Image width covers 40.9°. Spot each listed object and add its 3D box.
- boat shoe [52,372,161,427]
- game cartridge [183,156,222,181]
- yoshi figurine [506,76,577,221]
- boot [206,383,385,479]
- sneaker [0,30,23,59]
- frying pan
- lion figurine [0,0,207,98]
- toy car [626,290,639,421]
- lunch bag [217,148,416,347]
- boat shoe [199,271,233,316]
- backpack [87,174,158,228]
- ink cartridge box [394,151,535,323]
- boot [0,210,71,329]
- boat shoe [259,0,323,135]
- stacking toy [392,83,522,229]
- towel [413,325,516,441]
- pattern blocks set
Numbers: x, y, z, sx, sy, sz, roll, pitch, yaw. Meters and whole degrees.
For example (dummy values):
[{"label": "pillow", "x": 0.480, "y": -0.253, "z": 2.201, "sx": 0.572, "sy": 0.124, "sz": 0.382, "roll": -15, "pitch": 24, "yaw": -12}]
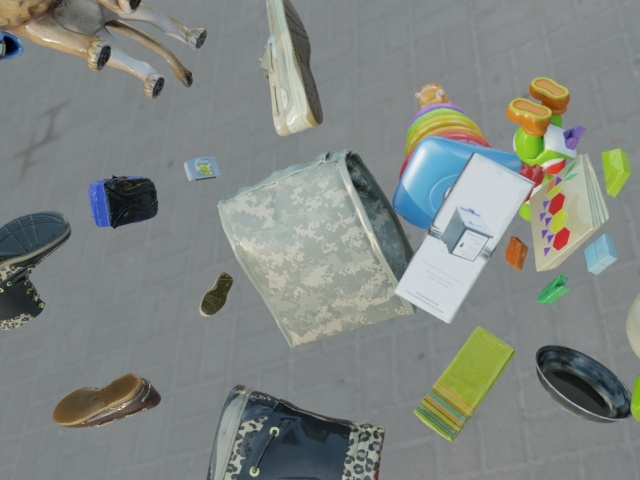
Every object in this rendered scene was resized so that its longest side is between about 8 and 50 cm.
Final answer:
[{"label": "boat shoe", "x": -0.377, "y": 0.295, "z": 1.515, "sx": 0.207, "sy": 0.073, "sz": 0.073, "roll": -18, "pitch": 46, "yaw": 25}, {"label": "game cartridge", "x": -0.276, "y": -0.169, "z": 2.014, "sx": 0.056, "sy": 0.083, "sz": 0.017, "roll": 68, "pitch": 152, "yaw": 20}, {"label": "yoshi figurine", "x": 0.487, "y": -0.209, "z": 2.068, "sx": 0.204, "sy": 0.362, "sz": 0.203, "roll": -5, "pitch": 44, "yaw": 3}, {"label": "boot", "x": -0.051, "y": 0.453, "z": 1.464, "sx": 0.284, "sy": 0.138, "sz": 0.377, "roll": 9, "pitch": 88, "yaw": 7}, {"label": "sneaker", "x": -0.483, "y": -0.281, "z": 1.214, "sx": 0.059, "sy": 0.144, "sz": 0.053, "roll": 30, "pitch": 114, "yaw": 16}, {"label": "frying pan", "x": 0.532, "y": 0.273, "z": 1.584, "sx": 0.053, "sy": 0.326, "sz": 0.197, "roll": -66, "pitch": 29, "yaw": 26}, {"label": "lion figurine", "x": -0.295, "y": -0.270, "z": 0.983, "sx": 0.240, "sy": 0.392, "sz": 0.142, "roll": 25, "pitch": 87, "yaw": 9}, {"label": "toy car", "x": 0.331, "y": 0.094, "z": 0.641, "sx": 0.149, "sy": 0.188, "sz": 0.155, "roll": -8, "pitch": 52, "yaw": 42}, {"label": "lunch bag", "x": 0.000, "y": 0.000, "z": 1.386, "sx": 0.235, "sy": 0.287, "sz": 0.169, "roll": -19, "pitch": 25, "yaw": 22}, {"label": "boat shoe", "x": -0.236, "y": 0.129, "z": 1.916, "sx": 0.045, "sy": 0.050, "sz": 0.135, "roll": -49, "pitch": 6, "yaw": 40}, {"label": "backpack", "x": -0.384, "y": -0.082, "z": 1.670, "sx": 0.101, "sy": 0.120, "sz": 0.097, "roll": 9, "pitch": 108, "yaw": 47}, {"label": "ink cartridge box", "x": 0.174, "y": -0.008, "z": 1.047, "sx": 0.082, "sy": 0.139, "sz": 0.190, "roll": 29, "pitch": 99, "yaw": 5}, {"label": "boot", "x": -0.523, "y": 0.056, "z": 1.515, "sx": 0.236, "sy": 0.178, "sz": 0.085, "roll": -31, "pitch": 58, "yaw": -7}, {"label": "boat shoe", "x": -0.075, "y": -0.351, "z": 1.683, "sx": 0.098, "sy": 0.109, "sz": 0.302, "roll": -18, "pitch": 74, "yaw": 20}, {"label": "stacking toy", "x": 0.201, "y": -0.168, "z": 1.423, "sx": 0.301, "sy": 0.175, "sz": 0.165, "roll": -95, "pitch": 20, "yaw": -47}, {"label": "towel", "x": 0.304, "y": 0.300, "z": 1.812, "sx": 0.102, "sy": 0.021, "sz": 0.237, "roll": 35, "pitch": 83, "yaw": 23}, {"label": "pattern blocks set", "x": 0.406, "y": -0.049, "z": 1.427, "sx": 0.285, "sy": 0.026, "sz": 0.324, "roll": -43, "pitch": 30, "yaw": 51}]
